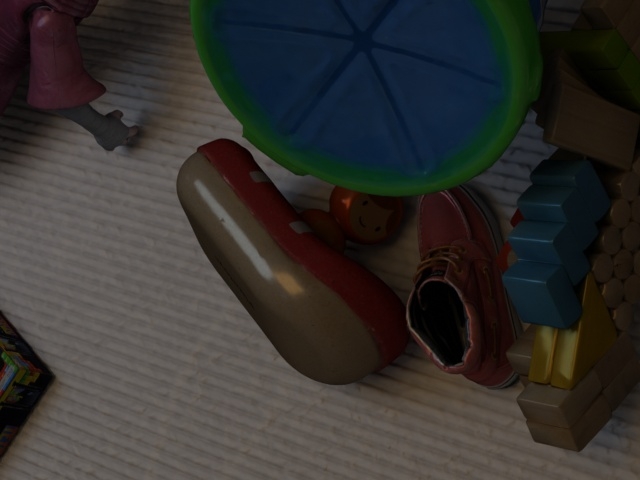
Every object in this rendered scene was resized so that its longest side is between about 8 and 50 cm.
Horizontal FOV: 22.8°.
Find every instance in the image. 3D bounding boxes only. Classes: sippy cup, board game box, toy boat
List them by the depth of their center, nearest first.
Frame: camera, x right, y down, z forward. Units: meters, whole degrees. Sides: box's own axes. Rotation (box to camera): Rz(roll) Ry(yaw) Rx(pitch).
[{"bbox_3d":[0.061,-0.186,1.085,0.305,0.240,0.224,-6,36,32],"label":"sippy cup"},{"bbox_3d":[0.000,0.000,1.256,0.151,0.151,0.231,-34,56,-9],"label":"toy boat"},{"bbox_3d":[-0.344,0.149,1.499,0.141,0.048,0.170,44,105,37],"label":"board game box"}]

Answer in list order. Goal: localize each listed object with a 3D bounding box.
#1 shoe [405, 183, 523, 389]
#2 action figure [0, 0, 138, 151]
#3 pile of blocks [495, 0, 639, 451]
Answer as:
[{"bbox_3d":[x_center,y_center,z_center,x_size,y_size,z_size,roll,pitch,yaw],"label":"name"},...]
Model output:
[{"bbox_3d":[0.099,0.024,1.194,0.063,0.081,0.178,-28,63,27],"label":"shoe"},{"bbox_3d":[-0.284,-0.219,1.428,0.370,0.276,0.248,-28,57,42],"label":"action figure"},{"bbox_3d":[0.167,-0.041,1.122,0.112,0.149,0.362,5,79,51],"label":"pile of blocks"}]
